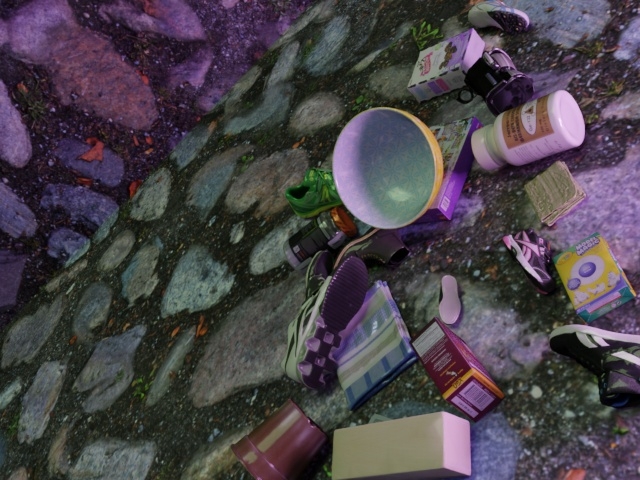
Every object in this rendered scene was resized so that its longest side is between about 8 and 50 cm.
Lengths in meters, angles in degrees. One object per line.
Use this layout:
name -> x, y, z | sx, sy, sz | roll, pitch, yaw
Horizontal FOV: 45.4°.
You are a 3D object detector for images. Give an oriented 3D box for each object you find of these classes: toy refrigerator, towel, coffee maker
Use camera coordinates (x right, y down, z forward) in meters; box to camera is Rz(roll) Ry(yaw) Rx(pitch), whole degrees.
toy refrigerator -> 0.152, 0.404, 1.461 | 0.269, 0.094, 0.102 | -22, 53, 39
towel -> 0.107, 0.235, 1.773 | 0.209, 0.034, 0.285 | -42, 31, 14
coffee maker -> 0.447, -0.382, 1.960 | 0.171, 0.120, 0.178 | -61, 22, 28
towel -> 0.500, -0.102, 1.642 | 0.110, 0.027, 0.148 | -38, 33, 20

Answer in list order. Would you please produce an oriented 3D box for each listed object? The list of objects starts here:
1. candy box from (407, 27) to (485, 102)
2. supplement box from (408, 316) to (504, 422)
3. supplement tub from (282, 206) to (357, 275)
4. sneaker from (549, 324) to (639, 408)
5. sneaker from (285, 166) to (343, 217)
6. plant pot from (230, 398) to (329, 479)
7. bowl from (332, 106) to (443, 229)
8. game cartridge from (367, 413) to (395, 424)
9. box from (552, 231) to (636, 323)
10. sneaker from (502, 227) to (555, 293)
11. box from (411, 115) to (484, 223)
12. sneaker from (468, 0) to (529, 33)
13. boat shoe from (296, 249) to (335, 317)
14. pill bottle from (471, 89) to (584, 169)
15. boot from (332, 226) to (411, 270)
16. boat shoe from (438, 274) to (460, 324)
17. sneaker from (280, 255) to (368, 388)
candy box -> 0.364, -0.506, 2.225 | 0.196, 0.070, 0.165 | -14, 45, 44
supplement box -> 0.260, 0.248, 1.487 | 0.081, 0.104, 0.188 | -45, 30, 9
supplement tub -> 0.000, 0.000, 2.091 | 0.190, 0.117, 0.117 | -38, 32, 19
sneaker -> 0.464, 0.214, 1.282 | 0.217, 0.079, 0.121 | -1, 54, 51
sneaker -> 0.015, -0.160, 2.243 | 0.295, 0.123, 0.109 | -27, 36, 32
plant pot -> -0.080, 0.448, 1.668 | 0.165, 0.167, 0.167 | -45, 30, -7
bowl -> 0.189, -0.182, 1.862 | 0.289, 0.290, 0.156 | -22, -3, 38
game cartridge -> 0.128, 0.393, 1.586 | 0.083, 0.017, 0.056 | 4, 56, 54
box -> 0.507, 0.060, 1.438 | 0.105, 0.043, 0.179 | -35, 31, 22
sneaker -> 0.434, 0.029, 1.545 | 0.077, 0.072, 0.178 | -32, 39, 9
box -> 0.288, -0.176, 1.969 | 0.201, 0.057, 0.293 | -5, 52, 49
sneaker -> 0.514, -0.647, 2.180 | 0.086, 0.085, 0.237 | -44, 33, -6
boat shoe -> 0.004, 0.130, 1.966 | 0.079, 0.084, 0.233 | -29, 42, 55
pill bottle -> 0.466, -0.242, 1.739 | 0.229, 0.131, 0.131 | -19, 42, 42
boot -> 0.126, 0.047, 1.924 | 0.198, 0.077, 0.137 | -45, 36, 10
boat shoe -> 0.276, 0.135, 1.658 | 0.046, 0.038, 0.125 | 1, 50, 1
sneaker -> -0.005, 0.180, 1.826 | 0.146, 0.122, 0.331 | 6, 64, 53
